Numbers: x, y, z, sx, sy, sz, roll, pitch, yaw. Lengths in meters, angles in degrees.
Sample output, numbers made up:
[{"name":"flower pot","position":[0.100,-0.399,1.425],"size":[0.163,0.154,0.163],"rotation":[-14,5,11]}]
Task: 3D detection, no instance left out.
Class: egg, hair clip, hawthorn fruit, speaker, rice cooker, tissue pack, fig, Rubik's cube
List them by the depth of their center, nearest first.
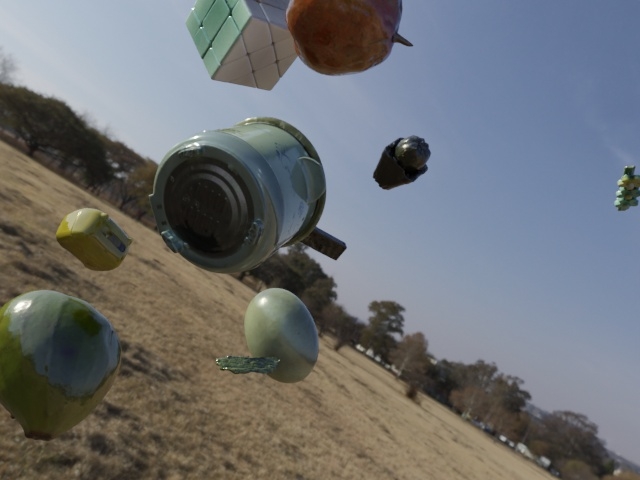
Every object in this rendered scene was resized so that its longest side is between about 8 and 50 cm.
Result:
[{"name":"fig","position":[-0.425,0.196,0.749],"size":[0.203,0.203,0.225],"rotation":[39,32,-39]},{"name":"rice cooker","position":[-0.140,-0.087,0.892],"size":[0.316,0.316,0.264],"rotation":[14,-59,65]},{"name":"hair clip","position":[0.644,-0.102,1.004],"size":[0.049,0.049,0.173],"rotation":[26,-7,33]},{"name":"hawthorn fruit","position":[0.080,-0.511,1.108],"size":[0.298,0.277,0.277],"rotation":[24,-9,7]},{"name":"tissue pack","position":[-0.608,-0.001,1.311],"size":[0.127,0.123,0.178],"rotation":[-7,-40,17]},{"name":"egg","position":[-0.142,0.347,1.758],"size":[0.258,0.258,0.352],"rotation":[170,-97,-77]},{"name":"Rubik's cube","position":[-0.283,-0.826,1.880],"size":[0.319,0.322,0.316],"rotation":[-7,63,-46]},{"name":"speaker","position":[0.000,0.000,1.969],"size":[0.218,0.082,0.044],"rotation":[28,24,-26]}]

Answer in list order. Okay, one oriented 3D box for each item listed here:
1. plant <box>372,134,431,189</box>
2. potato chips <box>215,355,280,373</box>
[{"name":"plant","position":[0.300,-0.285,1.763],"size":[0.164,0.142,0.256],"rotation":[54,-34,1]},{"name":"potato chips","position":[-0.211,0.378,1.447],"size":[0.207,0.028,0.092],"rotation":[11,18,-25]}]
